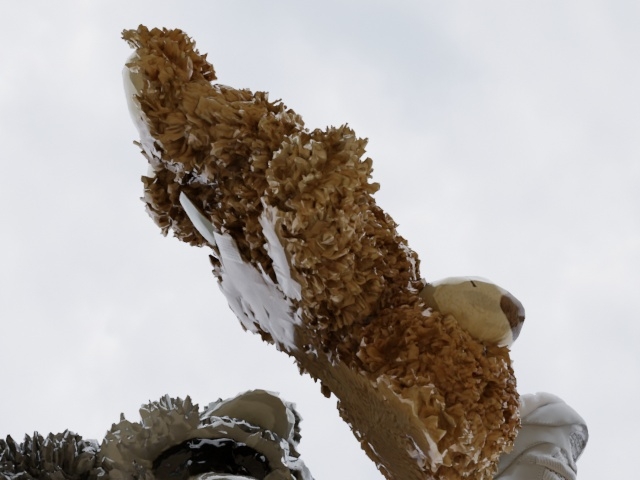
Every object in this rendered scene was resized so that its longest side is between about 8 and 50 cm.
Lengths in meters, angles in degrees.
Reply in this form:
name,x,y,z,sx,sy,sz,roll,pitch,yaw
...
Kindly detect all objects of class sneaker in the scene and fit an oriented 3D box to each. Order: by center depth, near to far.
name,x,y,z,sx,sy,sz,roll,pitch,yaw
sneaker,0.129,0.195,0.870,0.115,0.105,0.281,25,-150,17

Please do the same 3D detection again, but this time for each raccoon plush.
name,x,y,z,sx,sy,sz,roll,pitch,yaw
raccoon plush,-0.204,0.185,0.886,0.299,0.446,0.216,-9,-80,-45

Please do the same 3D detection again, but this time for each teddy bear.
name,x,y,z,sx,sy,sz,roll,pitch,yaw
teddy bear,0.000,0.000,0.799,0.113,0.245,0.338,-34,-134,-20
